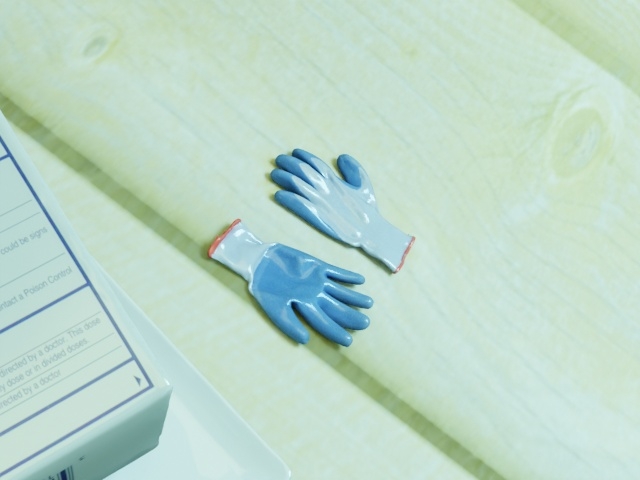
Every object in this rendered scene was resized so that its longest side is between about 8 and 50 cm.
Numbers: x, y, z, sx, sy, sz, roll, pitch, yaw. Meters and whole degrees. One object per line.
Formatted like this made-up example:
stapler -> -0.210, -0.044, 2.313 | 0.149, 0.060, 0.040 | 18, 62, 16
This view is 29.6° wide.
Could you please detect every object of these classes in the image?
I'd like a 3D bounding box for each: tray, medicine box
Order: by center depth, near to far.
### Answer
medicine box -> -0.290, 0.071, 0.853 | 0.263, 0.149, 0.289 | -29, 75, -20
tray -> -0.162, 0.137, 0.968 | 0.270, 0.030, 0.145 | 46, 57, 7

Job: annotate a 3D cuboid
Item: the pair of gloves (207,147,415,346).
pair of gloves -> 0.000, 0.000, 1.114 | 0.159, 0.023, 0.198 | 36, 56, 0
